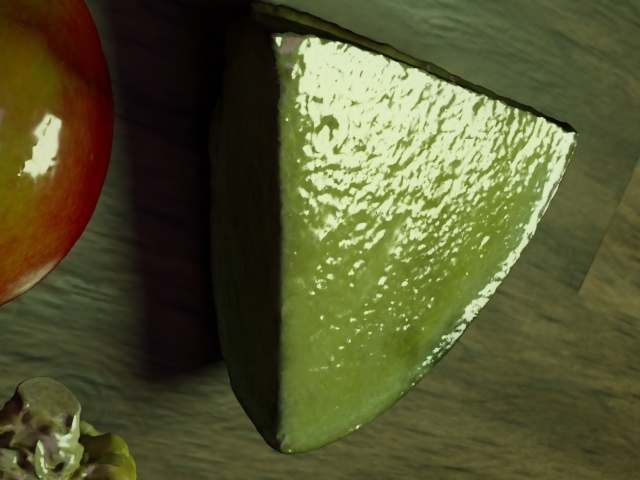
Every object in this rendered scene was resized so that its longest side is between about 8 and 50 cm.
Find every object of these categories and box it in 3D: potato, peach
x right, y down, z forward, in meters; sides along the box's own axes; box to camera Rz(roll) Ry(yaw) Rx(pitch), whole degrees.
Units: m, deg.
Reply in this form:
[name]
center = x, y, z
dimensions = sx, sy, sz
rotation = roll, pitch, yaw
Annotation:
[potato]
center = 0.000, 0.000, 0.853
dimensions = 0.269, 0.112, 0.255
rotation = 14, 104, -40
[peach]
center = -0.186, -0.051, 0.623
dimensions = 0.197, 0.197, 0.197
rotation = -18, 120, -34

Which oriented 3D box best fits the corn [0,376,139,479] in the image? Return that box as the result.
[corn]
center = -0.178, 0.227, 0.702
dimensions = 0.130, 0.130, 0.347
rotation = -1, 118, -40
